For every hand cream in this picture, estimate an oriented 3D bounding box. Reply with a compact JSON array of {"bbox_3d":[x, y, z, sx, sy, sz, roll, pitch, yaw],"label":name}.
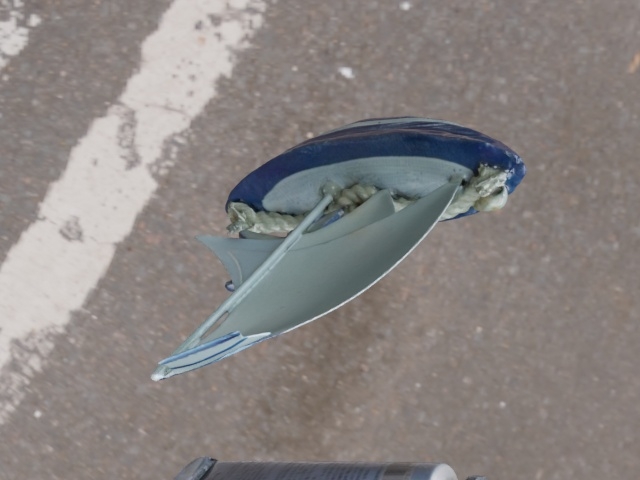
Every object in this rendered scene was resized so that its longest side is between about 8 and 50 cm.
[{"bbox_3d":[-0.003,0.180,0.882,0.088,0.256,0.055,-47,128,-53],"label":"hand cream"}]

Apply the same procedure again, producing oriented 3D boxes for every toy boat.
[{"bbox_3d":[-0.015,-0.004,0.778,0.292,0.210,0.070,-33,112,-29],"label":"toy boat"}]
